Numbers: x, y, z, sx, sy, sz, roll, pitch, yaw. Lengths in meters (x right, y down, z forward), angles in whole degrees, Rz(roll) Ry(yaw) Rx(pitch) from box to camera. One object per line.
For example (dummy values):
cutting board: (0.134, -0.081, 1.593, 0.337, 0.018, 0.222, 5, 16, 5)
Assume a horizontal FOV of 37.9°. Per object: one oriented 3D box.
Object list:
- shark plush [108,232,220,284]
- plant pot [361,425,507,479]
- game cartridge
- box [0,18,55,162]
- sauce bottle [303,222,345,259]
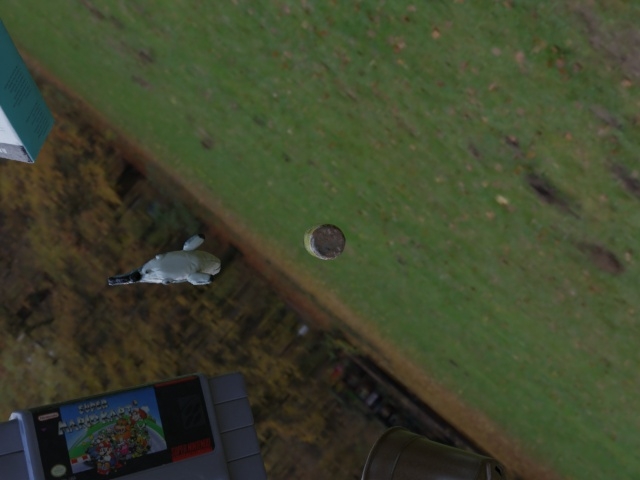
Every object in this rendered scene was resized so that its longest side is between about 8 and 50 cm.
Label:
shark plush: (-0.218, 0.052, 1.339, 0.073, 0.161, 0.067, 64, 160, 9)
plant pot: (0.171, 0.364, 1.350, 0.165, 0.167, 0.167, 2, 150, 36)
game cartridge: (-0.226, 0.292, 1.113, 0.068, 0.355, 0.230, -21, 80, 53)
box: (-0.341, -0.174, 0.867, 0.100, 0.060, 0.244, 10, 149, 13)
sauce bottle: (0.000, 0.000, 1.086, 0.042, 0.042, 0.128, 42, 175, -9)
